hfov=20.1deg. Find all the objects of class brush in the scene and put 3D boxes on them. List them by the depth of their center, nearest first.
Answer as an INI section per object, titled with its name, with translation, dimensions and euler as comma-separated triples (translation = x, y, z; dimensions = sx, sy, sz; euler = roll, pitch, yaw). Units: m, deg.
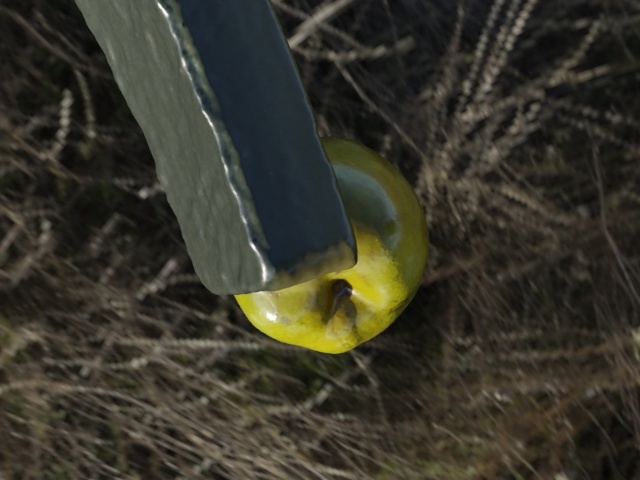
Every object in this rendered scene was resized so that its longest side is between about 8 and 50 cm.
[brush]
translation = -0.055, -0.066, 0.901
dimensions = 0.059, 0.123, 0.197
euler = -24, 94, -20

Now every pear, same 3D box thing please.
[pear]
translation = 0.000, 0.000, 1.644
dimensions = 0.200, 0.200, 0.200
euler = -5, 72, 15
